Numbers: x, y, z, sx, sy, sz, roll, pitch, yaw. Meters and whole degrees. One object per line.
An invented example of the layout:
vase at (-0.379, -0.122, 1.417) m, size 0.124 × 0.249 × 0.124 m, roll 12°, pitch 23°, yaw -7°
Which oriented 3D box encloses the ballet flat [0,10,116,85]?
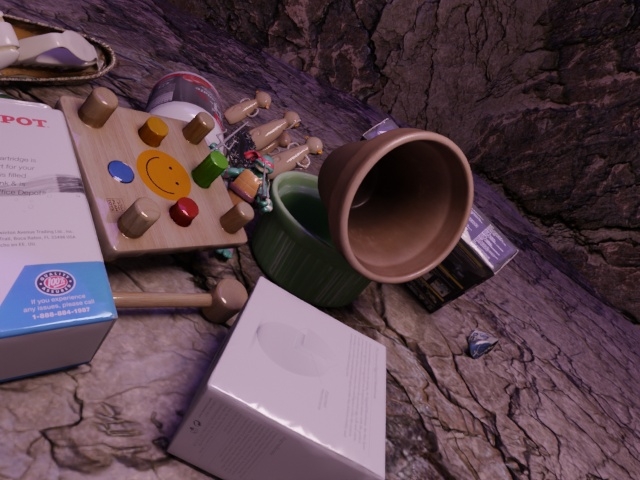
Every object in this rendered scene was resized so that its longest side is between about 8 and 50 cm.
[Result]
ballet flat at (-0.600, -0.383, 0.877) m, size 0.181 × 0.164 × 0.483 m, roll 1°, pitch 18°, yaw 18°

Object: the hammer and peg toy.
hammer and peg toy at (-0.231, -0.050, 0.682) m, size 0.265 × 0.127 × 0.362 m, roll -3°, pitch 65°, yaw -55°

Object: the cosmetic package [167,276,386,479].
cosmetic package at (-0.039, 0.204, 0.598) m, size 0.224 × 0.138 × 0.224 m, roll 30°, pitch 27°, yaw -6°

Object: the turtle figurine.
turtle figurine at (-0.152, -0.093, 0.852) m, size 0.175 × 0.234 × 0.118 m, roll 36°, pitch 5°, yaw 21°

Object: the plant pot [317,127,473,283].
plant pot at (0.105, -0.083, 0.822) m, size 0.262 × 0.263 × 0.229 m, roll 17°, pitch 12°, yaw -30°

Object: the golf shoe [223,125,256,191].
golf shoe at (-0.195, -0.156, 0.990) m, size 0.077 × 0.093 × 0.198 m, roll 16°, pitch 66°, yaw -42°

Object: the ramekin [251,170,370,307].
ramekin at (0.000, 0.000, 0.962) m, size 0.303 × 0.148 × 0.303 m, roll 26°, pitch 28°, yaw -15°

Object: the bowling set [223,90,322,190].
bowling set at (-0.107, -0.230, 1.128) m, size 0.287 × 0.154 × 0.200 m, roll 56°, pitch -8°, yaw 27°

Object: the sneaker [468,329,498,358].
sneaker at (0.387, 0.251, 1.101) m, size 0.058 × 0.052 × 0.135 m, roll 40°, pitch 18°, yaw 34°

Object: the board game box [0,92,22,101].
board game box at (-0.496, -0.122, 0.703) m, size 0.317 × 0.066 × 0.319 m, roll 20°, pitch 31°, yaw -25°

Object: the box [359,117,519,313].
box at (0.211, -0.038, 1.044) m, size 0.097 × 0.318 × 0.395 m, roll -37°, pitch 77°, yaw -21°

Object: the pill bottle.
pill bottle at (-0.305, -0.243, 0.991) m, size 0.176 × 0.176 × 0.319 m, roll 20°, pitch 30°, yaw -26°

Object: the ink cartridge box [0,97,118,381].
ink cartridge box at (-0.385, -0.007, 0.485) m, size 0.223 × 0.129 × 0.308 m, roll -4°, pitch 59°, yaw -42°
